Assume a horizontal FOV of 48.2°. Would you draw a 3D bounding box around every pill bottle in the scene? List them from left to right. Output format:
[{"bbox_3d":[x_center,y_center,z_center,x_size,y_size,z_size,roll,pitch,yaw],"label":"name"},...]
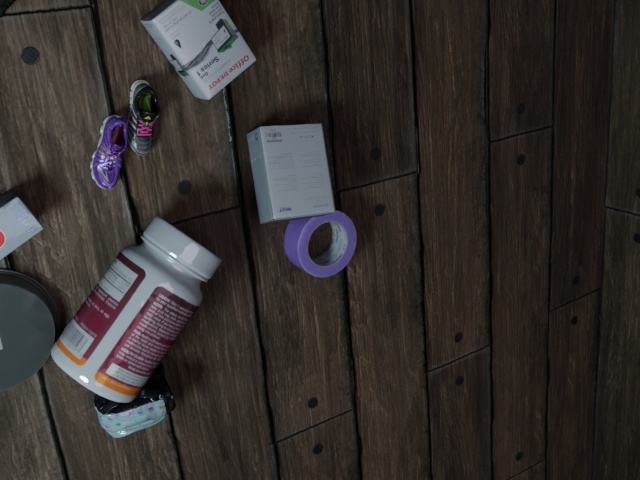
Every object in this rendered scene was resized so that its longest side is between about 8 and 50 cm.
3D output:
[{"bbox_3d":[-0.415,0.152,1.652,0.224,0.224,0.392,39,83,-35],"label":"pill bottle"}]

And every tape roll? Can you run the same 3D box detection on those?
[{"bbox_3d":[0.000,0.000,1.954,0.188,0.080,0.189,-10,109,-30],"label":"tape roll"}]

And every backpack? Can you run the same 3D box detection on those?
[{"bbox_3d":[-0.457,0.399,1.756,0.181,0.152,0.115,-20,119,-19],"label":"backpack"}]

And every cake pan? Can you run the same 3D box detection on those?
[{"bbox_3d":[-0.722,0.209,1.578,0.293,0.054,0.294,-10,110,-29],"label":"cake pan"}]

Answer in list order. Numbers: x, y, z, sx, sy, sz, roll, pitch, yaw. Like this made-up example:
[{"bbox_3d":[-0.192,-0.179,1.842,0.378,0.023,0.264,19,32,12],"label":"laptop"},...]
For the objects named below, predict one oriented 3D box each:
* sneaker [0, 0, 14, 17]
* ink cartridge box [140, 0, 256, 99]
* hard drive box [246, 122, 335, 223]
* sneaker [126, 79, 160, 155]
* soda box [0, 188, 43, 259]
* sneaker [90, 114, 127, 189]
[{"bbox_3d":[-0.643,-0.504,1.388,0.286,0.109,0.130,-50,118,-21],"label":"sneaker"},{"bbox_3d":[-0.273,-0.455,1.631,0.160,0.092,0.219,-44,122,-13],"label":"ink cartridge box"},{"bbox_3d":[-0.074,-0.169,1.803,0.181,0.089,0.232,-7,88,-29],"label":"hard drive box"},{"bbox_3d":[-0.399,-0.274,1.618,0.063,0.074,0.171,-3,106,-32],"label":"sneaker"},{"bbox_3d":[-0.728,0.017,1.487,0.286,0.098,0.091,-40,120,-16],"label":"soda box"},{"bbox_3d":[-0.469,-0.196,1.601,0.068,0.071,0.170,4,103,-33],"label":"sneaker"}]
